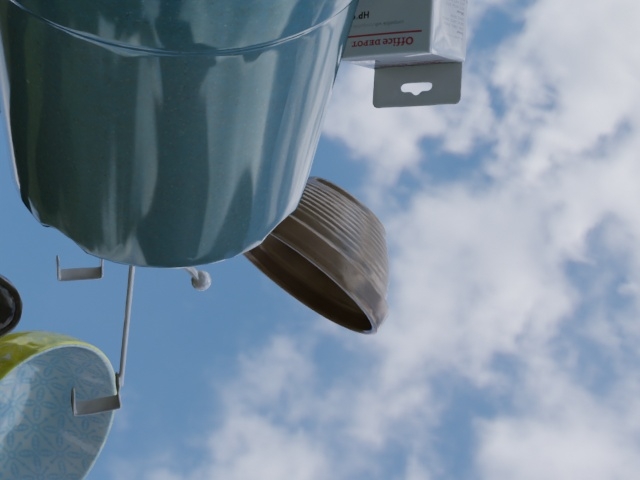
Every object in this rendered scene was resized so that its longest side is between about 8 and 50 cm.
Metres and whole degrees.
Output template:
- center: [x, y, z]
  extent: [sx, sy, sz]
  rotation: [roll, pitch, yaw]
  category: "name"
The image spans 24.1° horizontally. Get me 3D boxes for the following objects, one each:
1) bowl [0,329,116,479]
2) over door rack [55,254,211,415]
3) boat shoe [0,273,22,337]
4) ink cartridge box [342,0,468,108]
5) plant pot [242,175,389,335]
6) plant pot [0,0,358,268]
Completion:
- center: [-0.416, 0.226, 1.911]
  extent: [0.156, 0.289, 0.289]
  rotation: [27, -81, 29]
  category: "bowl"
- center: [-0.199, -0.002, 1.637]
  extent: [0.239, 0.108, 0.324]
  rotation: [-107, -147, -47]
  category: "over door rack"
- center: [-0.509, 0.063, 1.774]
  extent: [0.104, 0.307, 0.111]
  rotation: [-150, -115, -75]
  category: "boat shoe"
- center: [0.076, -0.215, 1.360]
  extent: [0.104, 0.060, 0.180]
  rotation: [0, -94, 37]
  category: "ink cartridge box"
- center: [0.000, 0.000, 1.787]
  extent: [0.237, 0.237, 0.110]
  rotation: [24, -108, 43]
  category: "plant pot"
- center: [-0.117, -0.177, 1.149]
  extent: [0.341, 0.341, 0.334]
  rotation: [55, -30, 35]
  category: "plant pot"
